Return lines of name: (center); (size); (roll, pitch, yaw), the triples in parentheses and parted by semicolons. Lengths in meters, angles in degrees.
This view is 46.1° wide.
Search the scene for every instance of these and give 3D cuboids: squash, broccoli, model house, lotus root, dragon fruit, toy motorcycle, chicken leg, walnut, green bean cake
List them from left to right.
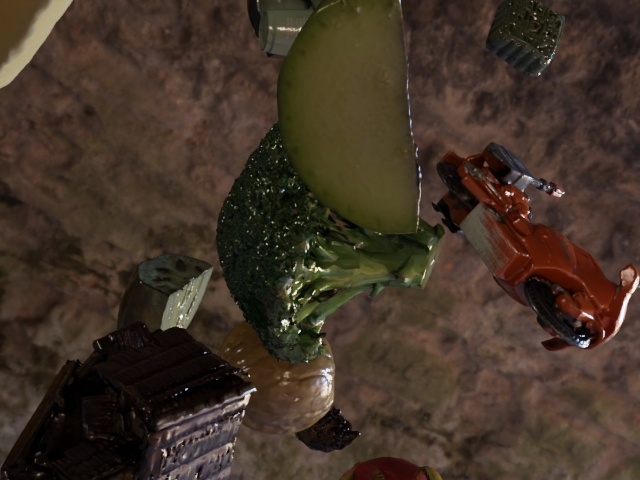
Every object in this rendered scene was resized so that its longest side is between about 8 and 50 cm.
model house: (-0.267, 0.253, 1.001); (0.317, 0.297, 0.282); (-13, -14, -45)
lotus root: (-0.404, 0.182, 1.858); (0.149, 0.260, 0.267); (24, 19, 9)
walnut: (-0.085, 0.241, 1.361); (0.228, 0.228, 0.228); (21, -12, 5)
broccoli: (0.000, 0.000, 0.901); (0.275, 0.308, 0.308); (15, -13, 16)
squash: (0.001, -0.102, 0.581); (0.085, 0.192, 0.184); (-14, 23, -15)
chicken leg: (0.005, 0.433, 1.710); (0.063, 0.105, 0.234); (-18, -5, -38)
dragon fruit: (0.168, 0.658, 1.670); (0.305, 0.305, 0.226); (25, 11, -15)
green bean cake: (0.546, -0.550, 1.984); (0.181, 0.173, 0.094); (28, -20, -12)
toy motorcycle: (0.267, 0.013, 0.937); (0.221, 0.148, 0.325); (17, 34, -40)

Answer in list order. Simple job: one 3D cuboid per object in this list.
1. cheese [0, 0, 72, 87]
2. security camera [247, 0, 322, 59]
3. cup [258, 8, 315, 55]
cheese: (-0.427, -0.389, 0.966); (0.384, 0.104, 0.384); (8, -59, 14)
security camera: (0.000, -0.519, 1.609); (0.277, 0.191, 0.197); (-15, 2, 31)
cup: (-0.044, -0.401, 1.463); (0.141, 0.120, 0.120); (-2, -3, -20)
